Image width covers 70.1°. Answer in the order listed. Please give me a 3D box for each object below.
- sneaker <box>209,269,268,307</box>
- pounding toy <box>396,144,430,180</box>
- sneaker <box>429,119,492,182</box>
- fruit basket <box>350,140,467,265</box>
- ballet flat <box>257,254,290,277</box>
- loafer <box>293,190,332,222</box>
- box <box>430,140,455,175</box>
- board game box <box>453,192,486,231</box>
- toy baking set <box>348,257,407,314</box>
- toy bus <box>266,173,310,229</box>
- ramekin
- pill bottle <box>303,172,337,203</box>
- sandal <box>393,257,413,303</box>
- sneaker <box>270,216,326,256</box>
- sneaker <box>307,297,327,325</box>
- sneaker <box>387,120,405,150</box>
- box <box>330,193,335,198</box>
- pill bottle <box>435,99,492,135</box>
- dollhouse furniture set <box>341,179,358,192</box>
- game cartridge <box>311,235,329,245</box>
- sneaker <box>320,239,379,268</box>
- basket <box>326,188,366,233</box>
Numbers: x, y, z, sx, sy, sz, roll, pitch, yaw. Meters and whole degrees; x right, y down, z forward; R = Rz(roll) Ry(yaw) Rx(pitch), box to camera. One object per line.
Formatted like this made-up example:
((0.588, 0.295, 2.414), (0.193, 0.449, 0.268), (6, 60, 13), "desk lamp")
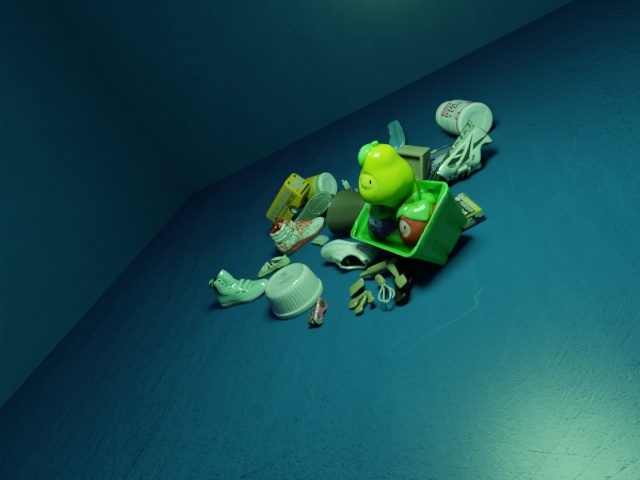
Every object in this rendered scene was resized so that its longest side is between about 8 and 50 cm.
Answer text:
((-0.344, 0.180, 1.879), (0.256, 0.151, 0.094), (-21, 24, 22), "sneaker")
((0.365, -0.316, 1.978), (0.206, 0.181, 0.094), (15, 38, 32), "pounding toy")
((0.540, -0.291, 1.764), (0.330, 0.146, 0.122), (-55, -5, 4), "sneaker")
((0.226, -0.113, 1.430), (0.283, 0.392, 0.392), (-62, 28, -3), "fruit basket")
((-0.210, 0.107, 1.980), (0.168, 0.052, 0.057), (-26, 24, 15), "ballet flat")
((-0.048, -0.141, 2.176), (0.251, 0.094, 0.087), (-45, 14, 7), "loafer")
((0.545, -0.358, 1.981), (0.136, 0.036, 0.225), (-21, 27, 23), "box")
((0.456, -0.086, 1.545), (0.141, 0.048, 0.170), (-27, 24, 7), "board game box")
((0.183, 0.140, 1.431), (0.256, 0.030, 0.197), (-32, 27, 38), "toy baking set")
((-0.162, -0.162, 2.197), (0.332, 0.130, 0.108), (-51, 5, 48), "toy bus")
((-0.104, 0.175, 1.648), (0.207, 0.109, 0.207), (-27, 24, 13), "ramekin")
((-0.045, -0.264, 2.398), (0.246, 0.136, 0.136), (-10, 32, 41), "pill bottle")
((0.256, 0.124, 1.392), (0.067, 0.040, 0.179), (-46, 21, 41), "sandal")
((-0.103, -0.060, 2.060), (0.270, 0.145, 0.090), (-40, 25, -18), "sneaker")
((-0.015, 0.236, 1.507), (0.057, 0.047, 0.119), (-32, 19, 30), "sneaker")
((0.419, -0.544, 2.447), (0.087, 0.092, 0.228), (-18, 46, 24), "sneaker")
((0.043, -0.188, 2.220), (0.083, 0.052, 0.062), (-1, 73, 51), "box")
((0.649, -0.562, 2.097), (0.160, 0.160, 0.283), (-31, 23, 2), "pill bottle")
((0.108, -0.239, 2.228), (0.114, 0.081, 0.091), (-39, 24, -15), "dollhouse furniture set")
((0.000, 0.000, 1.979), (0.056, 0.017, 0.083), (-39, 24, -24), "game cartridge")
((0.087, 0.056, 1.663), (0.258, 0.094, 0.091), (-5, 31, 45), "sneaker")
((0.162, -0.112, 1.838), (0.227, 0.154, 0.204), (8, 63, 50), "basket")
